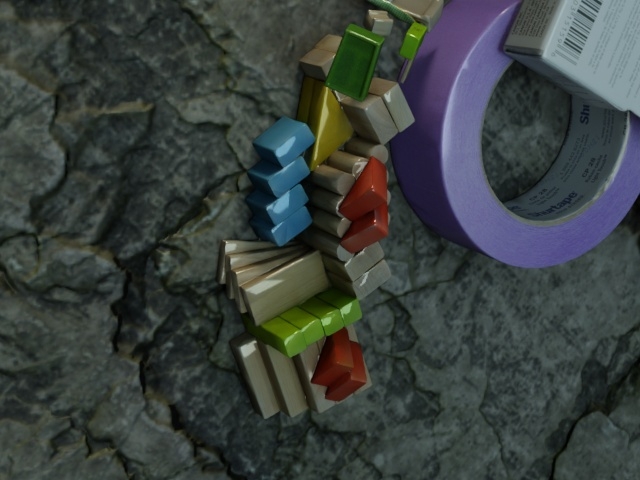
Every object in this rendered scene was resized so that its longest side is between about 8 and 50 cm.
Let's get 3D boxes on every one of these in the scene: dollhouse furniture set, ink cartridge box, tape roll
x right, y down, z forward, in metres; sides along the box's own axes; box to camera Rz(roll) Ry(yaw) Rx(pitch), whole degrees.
[{"bbox_3d":[0.054,-0.181,1.238,0.152,0.076,0.059,-58,170,-55],"label":"dollhouse furniture set"},{"bbox_3d":[0.320,-0.250,1.315,0.239,0.060,0.275,25,87,-35],"label":"ink cartridge box"},{"bbox_3d":[0.205,-0.115,1.369,0.274,0.090,0.275,-10,109,-30],"label":"tape roll"}]

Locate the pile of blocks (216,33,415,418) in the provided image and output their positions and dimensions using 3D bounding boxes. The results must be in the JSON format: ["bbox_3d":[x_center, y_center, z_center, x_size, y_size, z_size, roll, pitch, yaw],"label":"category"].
[{"bbox_3d":[0.000,0.000,1.260,0.149,0.112,0.362,-3,104,-31],"label":"pile of blocks"}]
